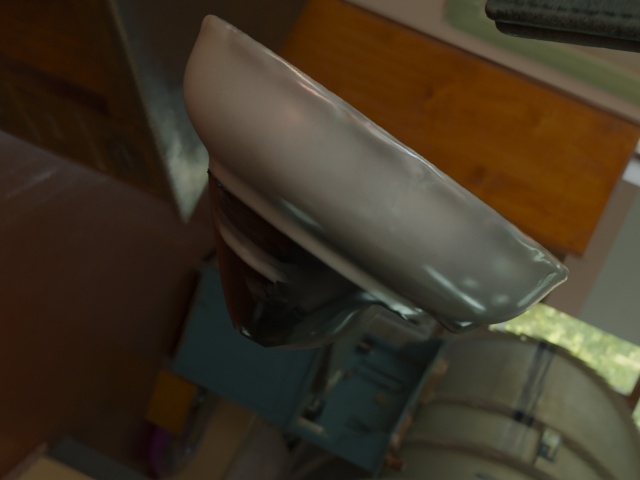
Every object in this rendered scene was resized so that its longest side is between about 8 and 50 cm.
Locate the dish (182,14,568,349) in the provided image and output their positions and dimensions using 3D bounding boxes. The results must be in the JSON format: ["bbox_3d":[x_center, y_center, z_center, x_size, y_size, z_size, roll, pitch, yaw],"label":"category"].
[{"bbox_3d":[0.000,0.000,0.376,0.078,0.141,0.141,-55,171,4],"label":"dish"}]

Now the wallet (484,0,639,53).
[{"bbox_3d":[0.228,-0.195,0.499,0.054,0.251,0.290,34,82,-40],"label":"wallet"}]
